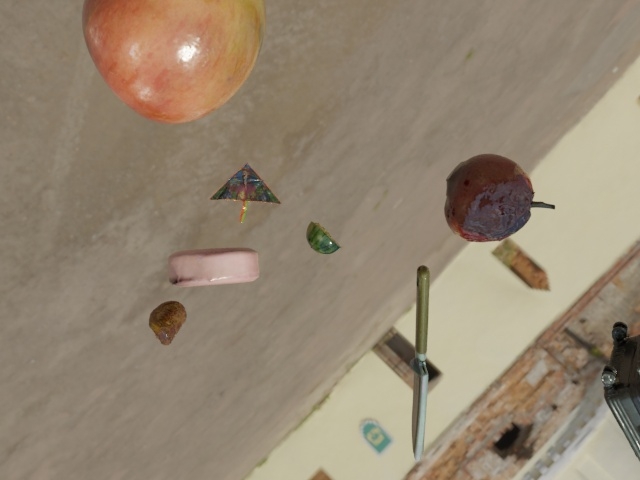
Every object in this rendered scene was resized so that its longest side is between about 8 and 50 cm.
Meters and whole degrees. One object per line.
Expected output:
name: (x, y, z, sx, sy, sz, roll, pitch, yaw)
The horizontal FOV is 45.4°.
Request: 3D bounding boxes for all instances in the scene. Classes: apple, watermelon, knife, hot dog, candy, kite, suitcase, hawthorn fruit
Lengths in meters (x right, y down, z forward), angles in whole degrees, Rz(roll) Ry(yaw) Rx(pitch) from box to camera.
apple: (-0.280, -0.433, 1.534, 0.364, 0.364, 0.364, -44, 168, -12)
watermelon: (0.000, 0.000, 2.004, 0.062, 0.105, 0.105, -46, 168, 1)
knife: (0.149, 0.196, 1.160, 0.061, 0.027, 0.343, -96, -176, -62)
hot dog: (-0.424, 0.228, 2.126, 0.065, 0.099, 0.147, -19, -155, 22)
candy: (-0.290, 0.072, 2.043, 0.255, 0.094, 0.255, -4, 177, 0)
kite: (-0.194, -0.124, 1.984, 0.190, 0.159, 0.010, 2, 177, -14)
suitcase: (0.638, 0.312, 1.415, 0.128, 0.312, 0.202, -21, -164, 36)
hawthorn fruit: (0.444, -0.105, 1.900, 0.230, 0.266, 0.210, 76, 21, -45)
